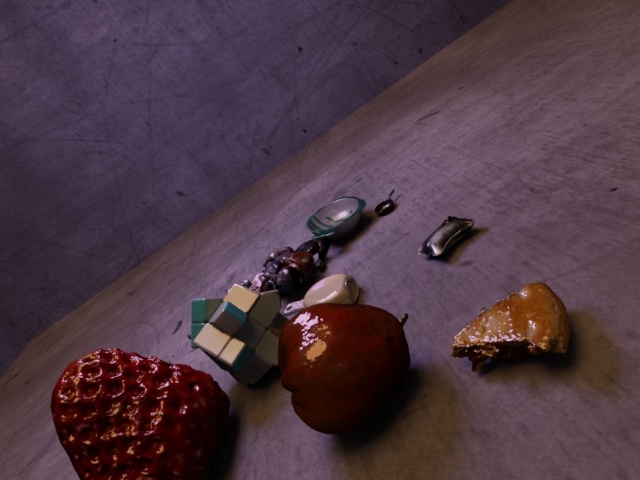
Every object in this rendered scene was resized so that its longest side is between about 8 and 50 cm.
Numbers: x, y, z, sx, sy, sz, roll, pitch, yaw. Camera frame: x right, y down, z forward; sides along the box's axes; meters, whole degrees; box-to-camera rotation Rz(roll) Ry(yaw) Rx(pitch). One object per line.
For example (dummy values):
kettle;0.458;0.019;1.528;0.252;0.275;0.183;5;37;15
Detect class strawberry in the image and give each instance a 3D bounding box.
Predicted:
strawberry;-0.369;0.364;0.948;0.295;0.345;0.317;-13;31;47

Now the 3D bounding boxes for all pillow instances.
pillow;0.300;-0.008;1.106;0.136;0.055;0.091;-45;43;-14

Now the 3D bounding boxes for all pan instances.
pan;0.219;-0.121;1.489;0.068;0.023;0.115;-8;37;51

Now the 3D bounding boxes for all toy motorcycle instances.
toy motorcycle;-0.166;0.141;1.392;0.401;0.134;0.207;-33;16;4

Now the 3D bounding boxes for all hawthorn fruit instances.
hawthorn fruit;0.055;0.207;0.830;0.261;0.224;0.224;-25;21;-5

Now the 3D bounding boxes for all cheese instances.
cheese;-0.007;0.157;1.209;0.228;0.064;0.137;-21;23;30

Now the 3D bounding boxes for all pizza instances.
pizza;0.304;0.158;0.747;0.194;0.069;0.154;-31;21;29

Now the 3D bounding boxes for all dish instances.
dish;0.054;-0.052;1.506;0.224;0.078;0.246;-13;28;29

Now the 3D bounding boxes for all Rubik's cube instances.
Rubik's cube;-0.192;0.211;1.125;0.224;0.265;0.213;-49;9;-23

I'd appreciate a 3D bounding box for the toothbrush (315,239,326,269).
toothbrush;0.001;0.001;1.548;0.041;0.041;0.364;-30;23;16
